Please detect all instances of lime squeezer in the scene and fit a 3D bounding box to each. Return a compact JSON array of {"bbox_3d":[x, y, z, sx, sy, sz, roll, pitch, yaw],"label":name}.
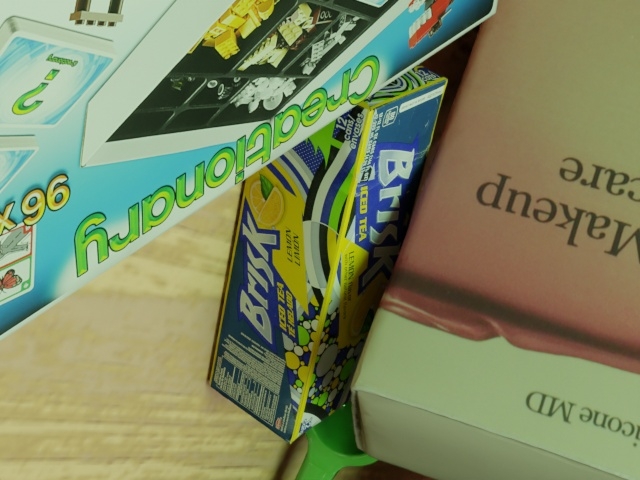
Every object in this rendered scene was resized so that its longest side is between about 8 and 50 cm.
[{"bbox_3d":[0.029,0.069,0.693,0.310,0.059,0.110,-57,-177,-8],"label":"lime squeezer"}]

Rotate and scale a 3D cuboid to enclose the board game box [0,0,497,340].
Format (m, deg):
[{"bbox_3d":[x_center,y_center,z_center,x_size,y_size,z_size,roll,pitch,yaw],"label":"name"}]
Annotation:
[{"bbox_3d":[-0.040,-0.099,0.357,0.305,0.053,0.193,-36,144,-38],"label":"board game box"}]

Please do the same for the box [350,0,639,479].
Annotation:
[{"bbox_3d":[0.120,0.000,0.574,0.127,0.149,0.232,81,28,-68],"label":"box"}]

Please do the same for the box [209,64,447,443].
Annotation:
[{"bbox_3d":[0.000,0.000,0.552,0.059,0.054,0.169,-28,140,-47],"label":"box"}]
